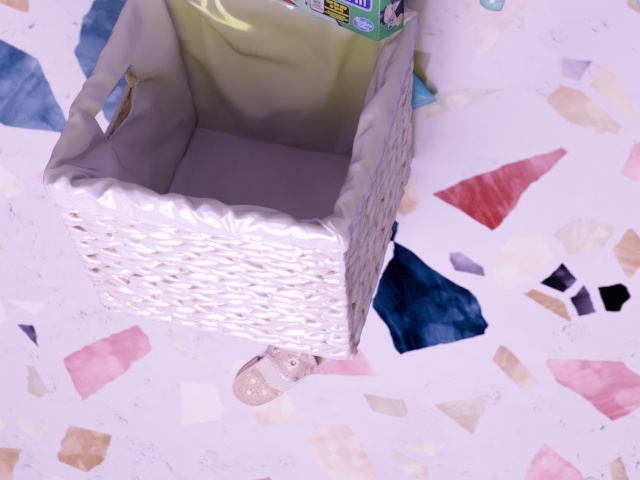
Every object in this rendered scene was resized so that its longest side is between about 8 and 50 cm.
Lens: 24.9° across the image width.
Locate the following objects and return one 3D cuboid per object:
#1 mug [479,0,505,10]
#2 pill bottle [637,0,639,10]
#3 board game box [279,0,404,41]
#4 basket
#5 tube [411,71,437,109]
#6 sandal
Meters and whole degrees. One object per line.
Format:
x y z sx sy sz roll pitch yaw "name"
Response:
0.201 -0.331 1.500 0.157 0.097 0.129 -32 110 33 "mug"
0.418 -0.197 1.494 0.146 0.146 0.264 -11 119 24 "pill bottle"
-0.048 -0.357 1.508 0.317 0.046 0.214 27 136 31 "board game box"
-0.082 -0.081 1.591 0.331 0.328 0.266 11 144 11 "basket"
0.046 -0.222 1.660 0.080 0.052 0.207 -17 123 37 "tube"
-0.042 0.168 1.938 0.088 0.079 0.240 39 126 -11 "sandal"
